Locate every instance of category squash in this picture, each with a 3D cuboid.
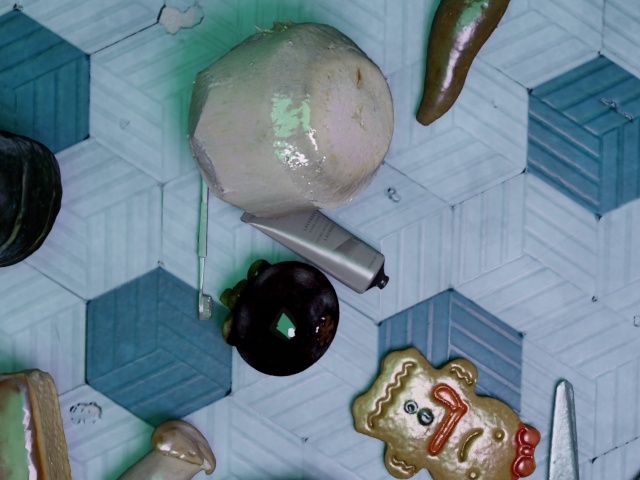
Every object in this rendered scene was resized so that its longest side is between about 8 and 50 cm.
[{"bbox_3d":[-0.411,-0.063,1.356,0.252,0.252,0.165,18,85,-2],"label":"squash"}]

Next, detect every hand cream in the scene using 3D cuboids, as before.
[{"bbox_3d":[0.000,0.000,1.462,0.186,0.087,0.054,33,135,-3],"label":"hand cream"}]

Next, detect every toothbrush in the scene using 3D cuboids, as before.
[{"bbox_3d":[-0.138,-0.001,1.481,0.017,0.014,0.194,0,91,-1],"label":"toothbrush"}]

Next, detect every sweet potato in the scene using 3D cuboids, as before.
[{"bbox_3d":[0.169,-0.248,1.452,0.077,0.077,0.243,24,90,-2],"label":"sweet potato"}]

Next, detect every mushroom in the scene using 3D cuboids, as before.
[{"bbox_3d":[-0.202,0.310,1.451,0.097,0.088,0.212,34,89,-1],"label":"mushroom"}]

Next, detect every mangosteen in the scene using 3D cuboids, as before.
[{"bbox_3d":[-0.053,0.084,1.439,0.151,0.137,0.137,21,91,30],"label":"mangosteen"}]

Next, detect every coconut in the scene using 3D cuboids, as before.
[{"bbox_3d":[-0.046,-0.129,1.386,0.234,0.224,0.224,5,92,38],"label":"coconut"}]

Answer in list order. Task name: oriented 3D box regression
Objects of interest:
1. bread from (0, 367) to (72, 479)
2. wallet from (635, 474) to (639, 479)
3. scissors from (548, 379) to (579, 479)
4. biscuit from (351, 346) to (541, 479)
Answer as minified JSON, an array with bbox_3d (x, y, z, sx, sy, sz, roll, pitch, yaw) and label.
[{"bbox_3d":[-0.433,0.321,1.397,0.324,0.143,0.333,-10,90,10],"label":"bread"},{"bbox_3d":[0.433,0.340,1.483,0.167,0.036,0.222,44,82,-4],"label":"wallet"},{"bbox_3d":[0.291,0.390,1.494,0.193,0.029,0.447,0,91,-2],"label":"scissors"},{"bbox_3d":[0.152,0.227,1.485,0.225,0.036,0.166,36,89,-2],"label":"biscuit"}]
